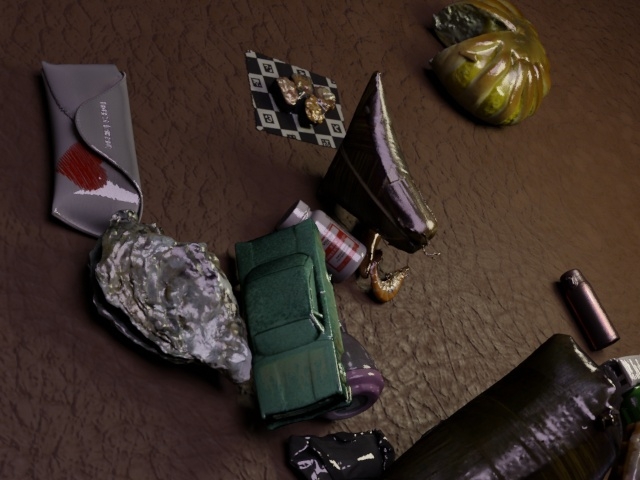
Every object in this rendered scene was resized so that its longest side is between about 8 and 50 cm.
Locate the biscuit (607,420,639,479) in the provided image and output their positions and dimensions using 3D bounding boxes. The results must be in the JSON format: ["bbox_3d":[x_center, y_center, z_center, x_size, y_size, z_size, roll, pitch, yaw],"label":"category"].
[{"bbox_3d":[0.491,0.441,1.644,0.103,0.332,0.332,12,39,18],"label":"biscuit"}]

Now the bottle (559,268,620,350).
[{"bbox_3d":[0.530,0.134,2.084,0.060,0.060,0.164,-6,63,-43],"label":"bottle"}]

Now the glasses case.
[{"bbox_3d":[-0.336,-0.152,1.542,0.128,0.083,0.308,11,53,-36],"label":"glasses case"}]

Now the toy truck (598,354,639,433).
[{"bbox_3d":[0.589,0.330,1.934,0.101,0.125,0.242,-2,60,-40],"label":"toy truck"}]

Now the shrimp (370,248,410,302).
[{"bbox_3d":[0.119,0.053,1.801,0.127,0.025,0.091,-29,107,-55],"label":"shrimp"}]

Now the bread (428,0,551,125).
[{"bbox_3d":[0.386,-0.401,2.293,0.333,0.160,0.332,23,48,-28],"label":"bread"}]

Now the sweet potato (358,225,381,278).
[{"bbox_3d":[0.087,-0.003,1.822,0.044,0.044,0.179,32,44,-18],"label":"sweet potato"}]

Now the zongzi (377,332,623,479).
[{"bbox_3d":[0.271,0.393,1.611,0.403,0.432,0.208,-32,55,-14],"label":"zongzi"}]

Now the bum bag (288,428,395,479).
[{"bbox_3d":[0.040,0.314,1.533,0.198,0.049,0.087,4,53,-38],"label":"bum bag"}]

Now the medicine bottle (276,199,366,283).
[{"bbox_3d":[0.000,0.000,1.715,0.140,0.079,0.079,40,42,-10],"label":"medicine bottle"}]

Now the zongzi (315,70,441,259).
[{"bbox_3d":[0.126,-0.121,1.745,0.111,0.241,0.248,-14,44,-46],"label":"zongzi"}]

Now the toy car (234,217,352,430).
[{"bbox_3d":[-0.049,0.112,1.521,0.097,0.142,0.320,59,15,-51],"label":"toy car"}]

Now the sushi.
[{"bbox_3d":[-0.031,-0.264,1.921,0.210,0.040,0.192,12,52,-34],"label":"sushi"}]

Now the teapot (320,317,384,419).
[{"bbox_3d":[0.008,0.193,1.574,0.116,0.148,0.146,51,13,-56],"label":"teapot"}]

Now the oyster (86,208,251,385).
[{"bbox_3d":[-0.199,0.076,1.466,0.268,0.112,0.198,32,44,-23],"label":"oyster"}]
